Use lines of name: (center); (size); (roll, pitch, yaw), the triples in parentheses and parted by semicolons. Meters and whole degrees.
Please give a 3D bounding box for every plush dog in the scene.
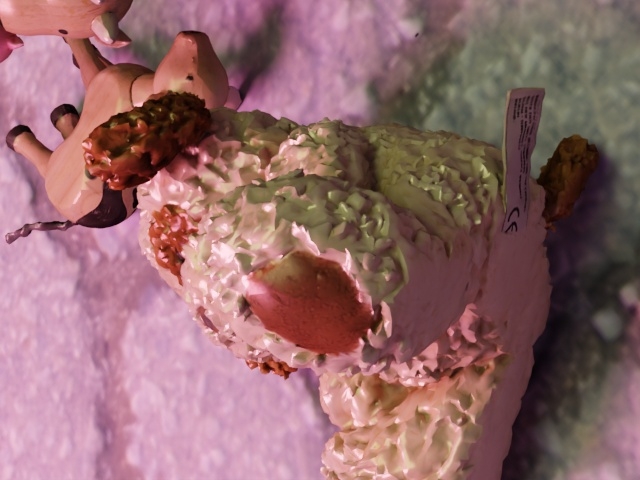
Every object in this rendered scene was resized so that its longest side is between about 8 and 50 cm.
plush dog: (0.000, 0.000, 0.771); (0.225, 0.262, 0.210); (17, 60, 31)

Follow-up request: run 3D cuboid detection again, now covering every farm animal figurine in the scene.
farm animal figurine: (-0.119, -0.163, 0.880); (0.327, 0.330, 0.172); (-40, 52, -5)
